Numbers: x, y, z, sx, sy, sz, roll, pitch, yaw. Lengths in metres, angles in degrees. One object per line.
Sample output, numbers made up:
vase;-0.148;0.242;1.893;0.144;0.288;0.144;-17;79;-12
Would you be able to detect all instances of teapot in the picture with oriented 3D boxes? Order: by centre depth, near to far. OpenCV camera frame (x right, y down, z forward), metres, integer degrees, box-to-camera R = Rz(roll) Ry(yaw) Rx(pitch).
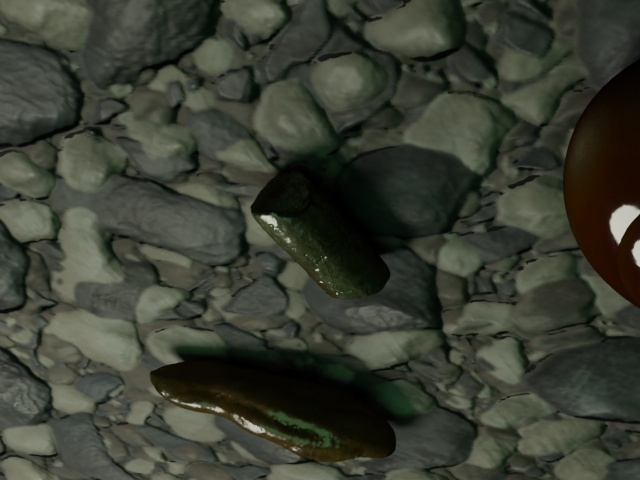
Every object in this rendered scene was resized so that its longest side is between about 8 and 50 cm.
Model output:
teapot;0.209;-0.021;0.682;0.178;0.135;0.252;10;143;1

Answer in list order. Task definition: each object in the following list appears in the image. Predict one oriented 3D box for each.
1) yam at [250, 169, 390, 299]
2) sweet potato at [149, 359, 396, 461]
yam;0.000;0.000;0.853;0.043;0.043;0.094;-15;132;33
sweet potato;-0.033;0.117;1.000;0.182;0.054;0.053;17;132;3
